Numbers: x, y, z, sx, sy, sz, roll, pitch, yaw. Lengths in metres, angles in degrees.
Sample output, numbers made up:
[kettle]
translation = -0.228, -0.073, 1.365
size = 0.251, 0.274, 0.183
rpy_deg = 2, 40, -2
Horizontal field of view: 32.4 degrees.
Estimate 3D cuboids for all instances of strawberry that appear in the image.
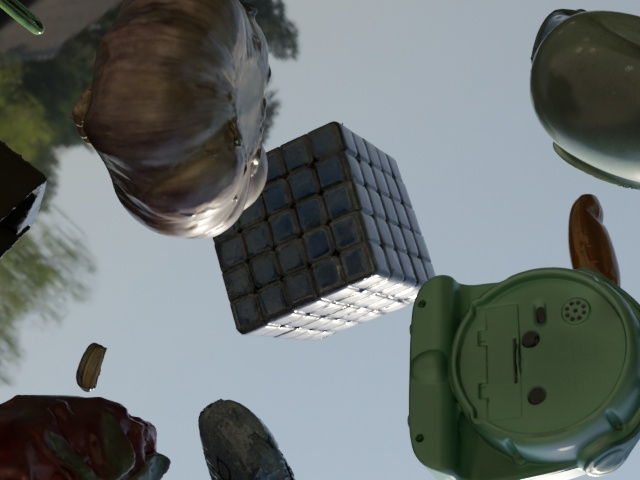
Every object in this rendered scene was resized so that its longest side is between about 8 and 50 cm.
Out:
[strawberry]
translation = -0.363, 0.302, 1.202
size = 0.345, 0.295, 0.317
rpy_deg = 3, -133, 21

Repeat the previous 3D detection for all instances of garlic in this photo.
[garlic]
translation = -0.132, -0.115, 0.974
size = 0.161, 0.244, 0.245
rpy_deg = -3, -144, 13

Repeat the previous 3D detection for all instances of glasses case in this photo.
[glasses case]
translation = -0.047, 0.273, 1.046
size = 0.067, 0.282, 0.109
rpy_deg = -27, -152, -24

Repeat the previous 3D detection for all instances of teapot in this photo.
[teapot]
translation = 0.276, -0.120, 0.974
size = 0.294, 0.193, 0.129
rpy_deg = 52, -48, 49

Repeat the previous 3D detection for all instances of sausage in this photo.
[sausage]
translation = 0.333, 0.009, 1.357
size = 0.054, 0.062, 0.183
rpy_deg = -23, -137, 23

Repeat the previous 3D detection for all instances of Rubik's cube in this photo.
[Rubik's cube]
translation = 0.000, 0.000, 1.587
size = 0.237, 0.238, 0.236
rpy_deg = -22, -108, 22

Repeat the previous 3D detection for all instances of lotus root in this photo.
[lotus root]
translation = -0.383, 0.211, 1.823
size = 0.030, 0.037, 0.083
rpy_deg = -40, -148, 57

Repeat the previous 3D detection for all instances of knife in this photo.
[knife]
translation = -0.347, -0.264, 1.144
size = 0.026, 0.184, 0.022
rpy_deg = -2, -111, 25

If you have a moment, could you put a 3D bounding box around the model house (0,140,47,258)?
[model house]
translation = -0.440, -0.041, 1.108
size = 0.211, 0.243, 0.204
rpy_deg = -53, -177, -33

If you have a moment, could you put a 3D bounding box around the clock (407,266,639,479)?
[clock]
translation = 0.167, 0.088, 0.781
size = 0.211, 0.066, 0.159
rpy_deg = -12, -123, 23
